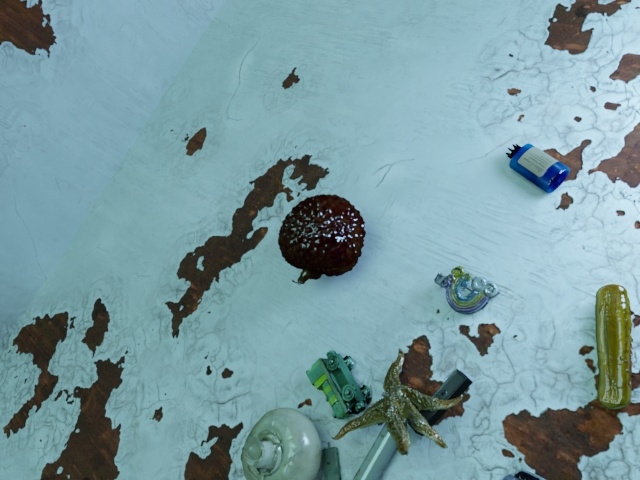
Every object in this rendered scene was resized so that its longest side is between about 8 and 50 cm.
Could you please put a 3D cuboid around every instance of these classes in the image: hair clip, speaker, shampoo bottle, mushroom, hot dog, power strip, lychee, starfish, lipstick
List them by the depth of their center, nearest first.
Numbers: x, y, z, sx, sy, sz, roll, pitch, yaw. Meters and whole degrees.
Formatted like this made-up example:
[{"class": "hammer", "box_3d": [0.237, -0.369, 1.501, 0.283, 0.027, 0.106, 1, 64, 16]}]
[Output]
[{"class": "hot dog", "box_3d": [0.666, 0.240, 1.436, 0.087, 0.061, 0.286, -2, 66, 39]}, {"class": "starfish", "box_3d": [0.198, 0.437, 1.580, 0.301, 0.084, 0.293, -44, 32, -16]}, {"class": "speaker", "box_3d": [0.305, 0.415, 1.615, 0.191, 0.046, 0.040, -48, 47, 4]}, {"class": "lipstick", "box_3d": [0.129, 0.599, 1.635, 0.059, 0.059, 0.264, 27, 83, 42]}, {"class": "hair clip", "box_3d": [0.389, 0.138, 1.710, 0.172, 0.049, 0.116, 28, 98, 34]}, {"class": "power strip", "box_3d": [0.030, 0.620, 1.722, 0.050, 0.019, 0.136, -25, 54, 25]}, {"class": "mushroom", "box_3d": [-0.121, 0.587, 1.732, 0.246, 0.202, 0.246, -16, 65, 38]}, {"class": "shampoo bottle", "box_3d": [0.591, -0.209, 1.741, 0.087, 0.050, 0.183, -49, 48, 8]}, {"class": "lychee", "box_3d": [0.000, 0.000, 1.923, 0.264, 0.264, 0.300, 22, 84, 41]}]

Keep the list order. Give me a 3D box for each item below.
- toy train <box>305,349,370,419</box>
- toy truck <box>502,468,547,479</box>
[{"class": "toy train", "box_3d": [0.052, 0.413, 1.784, 0.132, 0.083, 0.200, -47, 47, 20]}, {"class": "toy truck", "box_3d": [0.411, 0.674, 1.309, 0.176, 0.178, 0.364, 18, 77, 46]}]
